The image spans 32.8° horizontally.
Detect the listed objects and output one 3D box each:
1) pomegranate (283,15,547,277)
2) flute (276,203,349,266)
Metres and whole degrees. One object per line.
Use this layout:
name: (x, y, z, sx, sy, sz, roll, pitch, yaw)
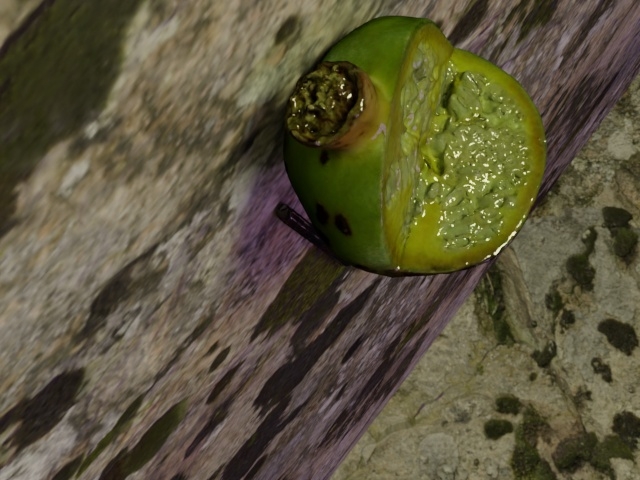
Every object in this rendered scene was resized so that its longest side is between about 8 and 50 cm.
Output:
pomegranate: (0.033, -0.052, 0.603, 0.169, 0.122, 0.143, 9, 90, -38)
flute: (0.000, 0.000, 0.837, 0.014, 0.014, 0.269, -54, 167, 0)
